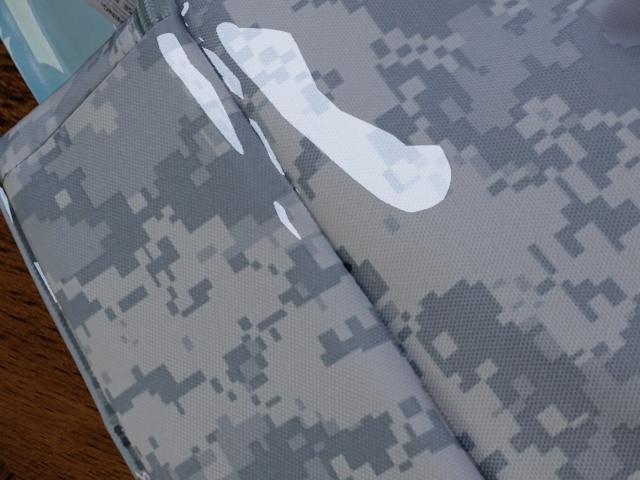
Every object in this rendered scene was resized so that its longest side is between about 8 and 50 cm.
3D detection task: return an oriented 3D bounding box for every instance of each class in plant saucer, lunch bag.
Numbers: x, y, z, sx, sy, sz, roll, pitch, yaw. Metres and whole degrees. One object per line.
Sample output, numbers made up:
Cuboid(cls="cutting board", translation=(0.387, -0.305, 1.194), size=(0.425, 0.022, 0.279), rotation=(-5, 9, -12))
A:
Cuboid(cls="plant saucer", translation=(-0.182, -0.157, 0.871), size=(0.317, 0.044, 0.317), rotation=(47, 158, 26))
Cuboid(cls="lunch bag", translation=(0.076, 0.008, 0.412), size=(0.213, 0.256, 0.305), rotation=(15, -142, -58))

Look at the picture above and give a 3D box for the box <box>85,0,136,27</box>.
Cuboid(cls="box", translation=(-0.028, -0.187, 0.480), size=(0.114, 0.203, 0.103), rotation=(43, 154, 9))
